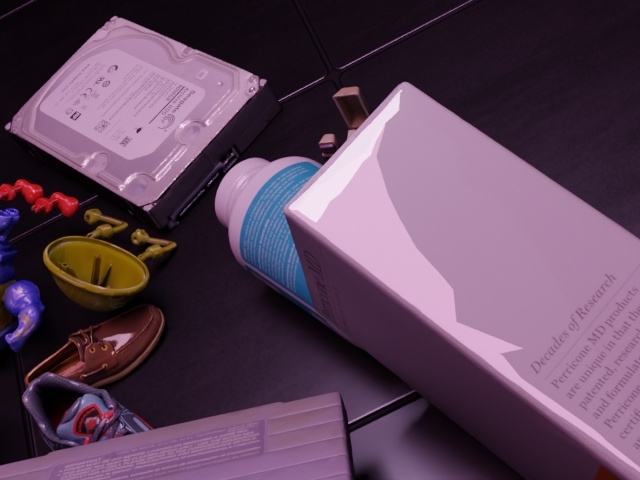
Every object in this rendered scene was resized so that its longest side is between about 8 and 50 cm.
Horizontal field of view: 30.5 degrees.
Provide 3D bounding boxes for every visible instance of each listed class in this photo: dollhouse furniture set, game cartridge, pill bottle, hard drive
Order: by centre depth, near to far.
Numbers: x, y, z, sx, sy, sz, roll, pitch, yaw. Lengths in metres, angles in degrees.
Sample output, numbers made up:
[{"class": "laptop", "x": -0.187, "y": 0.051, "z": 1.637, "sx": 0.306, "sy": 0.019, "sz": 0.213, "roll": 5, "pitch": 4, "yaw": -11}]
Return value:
[{"class": "game cartridge", "x": -0.143, "y": 0.233, "z": 1.048, "sx": 0.355, "sy": 0.068, "sz": 0.230, "roll": -12, "pitch": 10, "yaw": 2}, {"class": "pill bottle", "x": 0.000, "y": 0.000, "z": 1.270, "sx": 0.146, "sy": 0.146, "sz": 0.264, "roll": -47, "pitch": 50, "yaw": -13}, {"class": "dollhouse furniture set", "x": 0.024, "y": -0.117, "z": 1.374, "sx": 0.091, "sy": 0.114, "sz": 0.081, "roll": -3, "pitch": 58, "yaw": 21}, {"class": "hard drive", "x": -0.246, "y": -0.166, "z": 1.577, "sx": 0.339, "sy": 0.064, "sz": 0.237, "roll": 29, "pitch": 71, "yaw": 38}]

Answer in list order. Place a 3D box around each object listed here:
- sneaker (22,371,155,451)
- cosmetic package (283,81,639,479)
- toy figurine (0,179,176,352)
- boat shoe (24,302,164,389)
[{"class": "sneaker", "x": -0.222, "y": 0.219, "z": 1.221, "sx": 0.262, "sy": 0.125, "sz": 0.104, "roll": 22, "pitch": 67, "yaw": 37}, {"class": "cosmetic package", "x": 0.198, "y": 0.094, "z": 0.959, "sx": 0.453, "sy": 0.230, "sz": 0.161, "roll": 38, "pitch": 75, "yaw": 21}, {"class": "toy figurine", "x": -0.382, "y": 0.058, "z": 1.438, "sx": 0.362, "sy": 0.217, "sz": 0.191, "roll": 21, "pitch": 19, "yaw": 8}, {"class": "boat shoe", "x": -0.260, "y": 0.131, "z": 1.352, "sx": 0.178, "sy": 0.060, "sz": 0.064, "roll": -36, "pitch": 48, "yaw": -4}]
